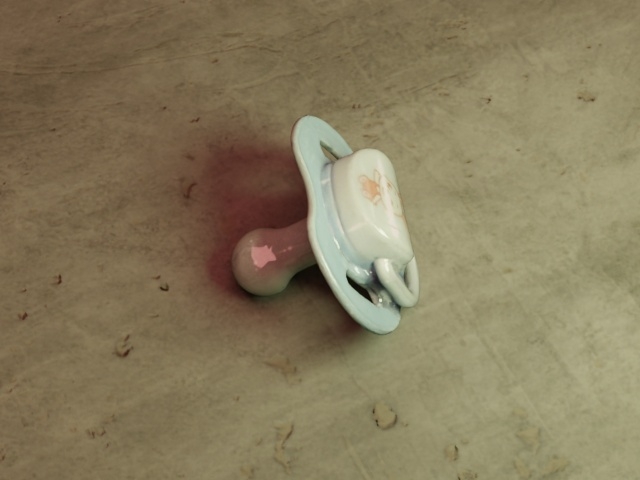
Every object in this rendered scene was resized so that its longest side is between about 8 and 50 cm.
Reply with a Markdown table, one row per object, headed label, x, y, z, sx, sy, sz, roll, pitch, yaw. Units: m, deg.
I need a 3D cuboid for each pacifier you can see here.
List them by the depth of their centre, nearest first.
| label | x | y | z | sx | sy | sz | roll | pitch | yaw |
| --- | --- | --- | --- | --- | --- | --- | --- | --- | --- |
| pacifier | 0.000 | 0.000 | 2.040 | 0.226 | 0.238 | 0.287 | -21 | 59 | 20 |
